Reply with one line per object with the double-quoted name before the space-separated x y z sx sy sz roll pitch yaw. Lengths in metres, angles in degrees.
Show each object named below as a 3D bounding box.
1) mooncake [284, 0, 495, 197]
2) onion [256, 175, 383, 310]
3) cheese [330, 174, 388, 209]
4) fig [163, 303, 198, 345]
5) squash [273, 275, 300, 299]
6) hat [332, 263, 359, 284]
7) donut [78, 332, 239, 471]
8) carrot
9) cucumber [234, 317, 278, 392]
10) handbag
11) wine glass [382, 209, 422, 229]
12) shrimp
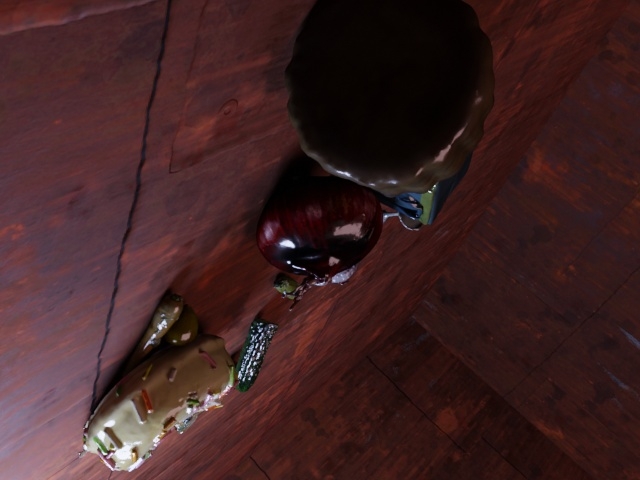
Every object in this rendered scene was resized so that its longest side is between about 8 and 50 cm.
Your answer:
"mooncake" 0.115 -0.235 1.075 0.324 0.324 0.187 -51 163 9
"onion" 0.000 0.000 1.382 0.273 0.284 0.273 -4 157 -2
"cheese" 0.117 -0.142 1.589 0.177 0.128 0.202 -37 161 -34
"fig" -0.285 0.174 1.405 0.074 0.074 0.087 45 65 -73
"squash" -0.086 0.123 1.805 0.052 0.052 0.183 -48 161 0
"hat" 0.027 0.011 1.790 0.227 0.129 0.140 72 18 -52
"donut" -0.329 0.344 1.493 0.371 0.150 0.307 -31 163 -43
"carrot" -0.343 0.197 1.370 0.254 0.049 0.049 -52 163 27
"cucumber" -0.187 0.320 1.883 0.077 0.077 0.265 -16 132 -60
"handbag" 0.172 -0.183 1.399 0.222 0.241 0.263 -56 165 -12
"wine glass" 0.178 -0.064 1.775 0.122 0.122 0.183 -37 -159 -31
"shrimp" -0.321 0.439 1.928 0.253 0.058 0.173 -46 172 -19
